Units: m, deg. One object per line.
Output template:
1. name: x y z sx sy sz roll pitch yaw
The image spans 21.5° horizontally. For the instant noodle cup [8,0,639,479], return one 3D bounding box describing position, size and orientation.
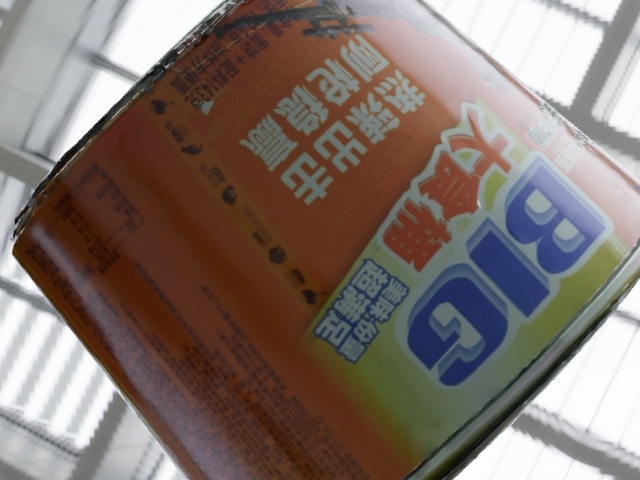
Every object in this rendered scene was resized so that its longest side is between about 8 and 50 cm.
1. instant noodle cup: 0.000 0.000 0.823 0.296 0.296 0.214 -43 -89 4
